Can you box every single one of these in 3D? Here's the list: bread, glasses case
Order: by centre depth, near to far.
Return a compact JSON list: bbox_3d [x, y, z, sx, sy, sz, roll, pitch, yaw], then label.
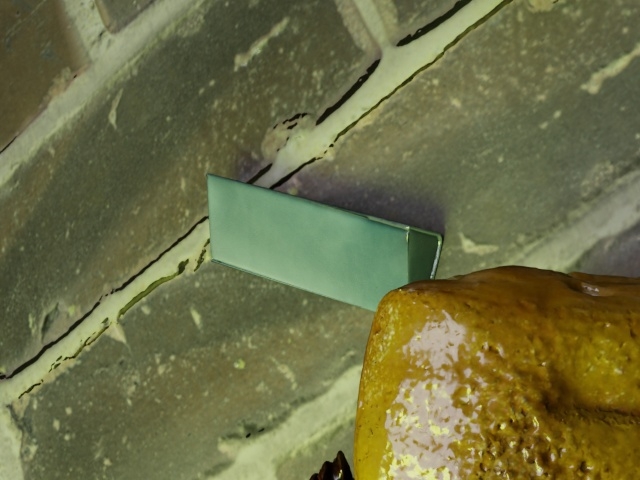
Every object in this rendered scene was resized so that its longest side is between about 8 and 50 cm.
[{"bbox_3d":[0.190,0.186,1.316,0.148,0.328,0.337,161,116,-75],"label":"bread"},{"bbox_3d":[0.000,0.000,1.674,0.266,0.056,0.105,16,118,38],"label":"glasses case"}]

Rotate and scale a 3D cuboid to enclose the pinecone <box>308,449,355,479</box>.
[{"bbox_3d":[0.071,0.331,1.469,0.292,0.246,0.246,29,102,17],"label":"pinecone"}]
